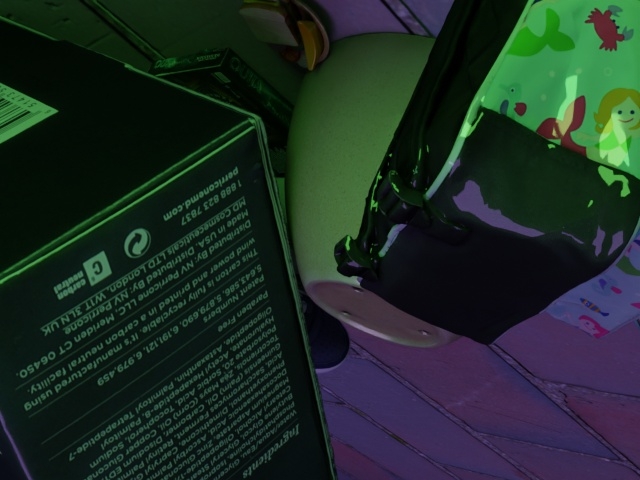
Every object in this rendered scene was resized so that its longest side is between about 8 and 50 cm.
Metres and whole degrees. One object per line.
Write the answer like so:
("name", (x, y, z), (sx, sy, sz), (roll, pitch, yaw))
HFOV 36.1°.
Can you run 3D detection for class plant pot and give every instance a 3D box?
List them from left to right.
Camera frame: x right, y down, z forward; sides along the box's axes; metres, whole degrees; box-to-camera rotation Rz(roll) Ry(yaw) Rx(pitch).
("plant pot", (0.082, -0.018, 0.865), (0.284, 0.191, 0.284), (20, 160, 8))

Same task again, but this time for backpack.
("backpack", (0.141, -0.079, 0.549), (0.191, 0.253, 0.225), (20, 157, -3))

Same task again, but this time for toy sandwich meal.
("toy sandwich meal", (-0.031, -0.172, 0.813), (0.085, 0.029, 0.085), (26, 153, 14))

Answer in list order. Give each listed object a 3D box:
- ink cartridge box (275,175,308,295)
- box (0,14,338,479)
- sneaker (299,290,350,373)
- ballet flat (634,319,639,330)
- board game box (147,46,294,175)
("ink cartridge box", (0.000, 0.000, 1.155), (0.153, 0.087, 0.208), (3, 152, 45))
("box", (-0.266, 0.082, 0.970), (0.480, 0.297, 0.472), (25, 140, 40))
("sneaker", (-0.069, 0.066, 1.126), (0.282, 0.099, 0.153), (32, 160, -13))
("ballet flat", (0.362, 0.091, 1.023), (0.052, 0.057, 0.168), (-24, 118, 23))
("board game box", (-0.075, -0.126, 1.005), (0.126, 0.026, 0.186), (3, 152, 46))
